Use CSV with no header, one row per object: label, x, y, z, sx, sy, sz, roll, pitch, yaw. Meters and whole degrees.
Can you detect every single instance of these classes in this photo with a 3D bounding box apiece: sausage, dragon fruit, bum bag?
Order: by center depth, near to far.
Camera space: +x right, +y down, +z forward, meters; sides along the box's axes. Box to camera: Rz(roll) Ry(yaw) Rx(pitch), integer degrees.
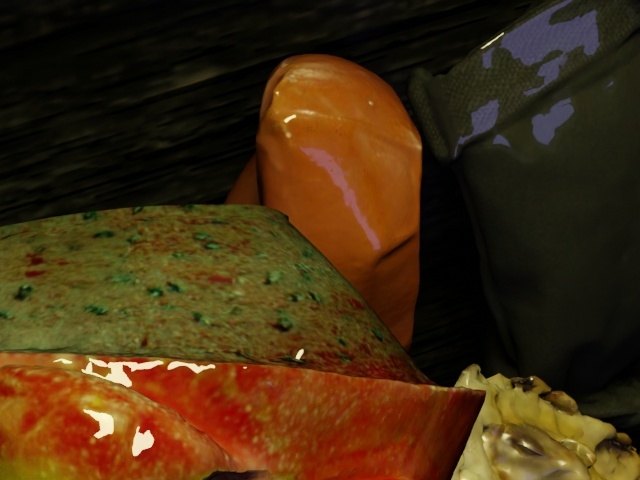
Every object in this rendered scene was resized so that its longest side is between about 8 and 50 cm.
dragon fruit,-0.072,0.068,0.636,0.268,0.130,0.295,0,168,-19
sausage,0.000,0.000,0.744,0.089,0.089,0.179,-15,146,-18
bum bag,0.108,-0.012,0.814,0.142,0.079,0.326,-28,140,-15

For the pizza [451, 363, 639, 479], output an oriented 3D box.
pizza,0.042,0.223,0.975,0.392,0.080,0.435,-30,140,26
